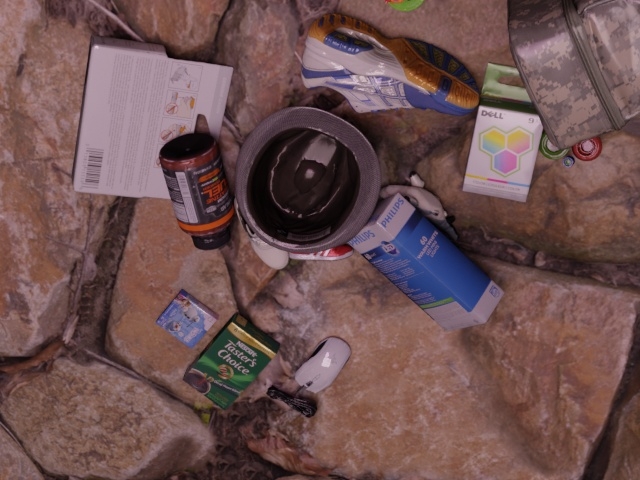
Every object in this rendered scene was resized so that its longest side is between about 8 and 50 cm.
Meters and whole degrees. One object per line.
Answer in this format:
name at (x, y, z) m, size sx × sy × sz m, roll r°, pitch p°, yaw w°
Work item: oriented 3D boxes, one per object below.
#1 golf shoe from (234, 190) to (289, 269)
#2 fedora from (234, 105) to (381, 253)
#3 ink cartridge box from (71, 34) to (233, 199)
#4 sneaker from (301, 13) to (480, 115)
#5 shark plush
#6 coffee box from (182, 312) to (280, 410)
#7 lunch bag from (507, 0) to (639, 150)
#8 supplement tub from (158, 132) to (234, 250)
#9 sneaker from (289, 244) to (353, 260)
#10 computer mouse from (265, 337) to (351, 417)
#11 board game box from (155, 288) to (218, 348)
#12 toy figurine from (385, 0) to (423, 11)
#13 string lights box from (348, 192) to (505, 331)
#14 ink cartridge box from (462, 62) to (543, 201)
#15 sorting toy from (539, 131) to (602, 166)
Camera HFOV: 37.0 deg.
golf shoe at (-0.112, -0.013, 1.718) m, size 0.069 × 0.086 × 0.176 m, roll -21°, pitch 112°, yaw 16°
fedora at (-0.017, -0.114, 1.630) m, size 0.243 × 0.124 × 0.275 m, roll 21°, pitch 118°, yaw 0°
ink cartridge box at (-0.297, -0.206, 1.674) m, size 0.238 × 0.060 × 0.275 m, roll 5°, pitch 119°, yaw -21°
sneaker at (0.111, -0.261, 1.565) m, size 0.296 × 0.112 × 0.131 m, roll 24°, pitch 133°, yaw 2°
shark plush at (0.181, -0.057, 1.681) m, size 0.161 × 0.073 × 0.067 m, roll 25°, pitch 139°, yaw -26°
coffee box at (-0.176, 0.238, 1.872) m, size 0.113 × 0.040 × 0.184 m, roll 38°, pitch 116°, yaw -9°
lunch bag at (0.417, -0.304, 1.371) m, size 0.256 × 0.305 × 0.213 m, roll -20°, pitch 113°, yaw 22°
supplement tub at (-0.211, -0.081, 1.678) m, size 0.106 × 0.106 × 0.198 m, roll -4°, pitch 125°, yaw 11°
sneaker at (0.000, 0.000, 1.728) m, size 0.118 × 0.042 × 0.067 m, roll -1°, pitch 111°, yaw 5°
computer mouse at (-0.015, 0.264, 1.856) m, size 0.106 × 0.042 × 0.193 m, roll 35°, pitch 116°, yaw -6°
board game box at (-0.259, 0.153, 1.858) m, size 0.090 × 0.020 × 0.090 m, roll 36°, pitch 116°, yaw -10°
toy figurine at (0.093, -0.407, 1.452) m, size 0.130 × 0.159 × 0.173 m, roll -32°, pitch 107°, yaw 22°
string lights box at (0.178, 0.043, 1.663) m, size 0.259 × 0.077 × 0.133 m, roll 42°, pitch 155°, yaw -11°
ink cartridge box at (0.307, -0.176, 1.579) m, size 0.109 × 0.062 × 0.209 m, roll 11°, pitch 116°, yaw 5°
sorting toy at (0.415, -0.153, 1.589) m, size 0.102 × 0.042 × 0.061 m, roll 9°, pitch 101°, yaw 19°
